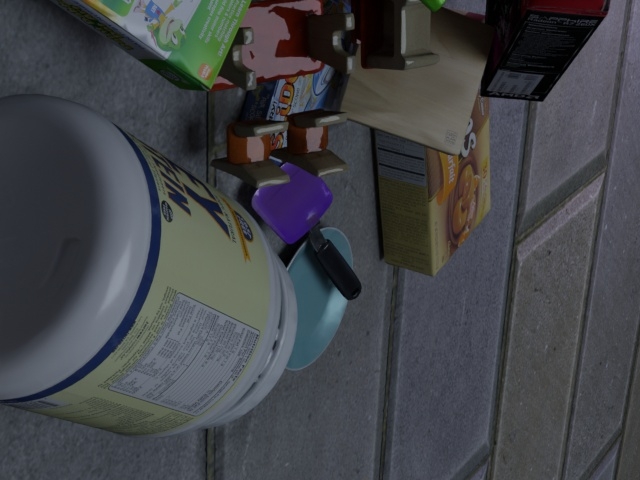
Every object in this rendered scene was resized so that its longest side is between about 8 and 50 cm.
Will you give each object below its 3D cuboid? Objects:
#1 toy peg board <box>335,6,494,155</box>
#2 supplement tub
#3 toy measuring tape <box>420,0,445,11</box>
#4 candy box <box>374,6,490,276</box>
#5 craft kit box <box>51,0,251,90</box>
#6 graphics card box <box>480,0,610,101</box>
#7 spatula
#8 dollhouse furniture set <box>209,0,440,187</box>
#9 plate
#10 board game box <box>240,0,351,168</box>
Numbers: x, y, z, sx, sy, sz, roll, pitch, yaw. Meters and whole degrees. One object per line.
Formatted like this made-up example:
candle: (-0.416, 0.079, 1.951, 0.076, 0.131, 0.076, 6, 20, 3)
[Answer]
toy peg board: (0.101, -0.199, 1.508, 0.161, 0.079, 0.160, 17, 87, -20)
supplement tub: (-0.176, 0.038, 1.064, 0.325, 0.235, 0.235, 33, 76, -61)
toy measuring tape: (0.124, -0.334, 1.280, 0.330, 0.121, 0.121, -95, 180, -55)
candy box: (0.154, -0.132, 1.718, 0.183, 0.087, 0.316, -46, 141, -41)
craft kit box: (-0.141, -0.292, 1.054, 0.247, 0.061, 0.250, 32, 76, -37)
graphics card box: (0.259, -0.318, 1.481, 0.371, 0.094, 0.232, 86, 8, -83)
spatula: (0.000, 0.000, 1.520, 0.084, 0.030, 0.296, -47, 149, -8)
dollhouse furniture set: (-0.014, -0.211, 1.310, 0.259, 0.135, 0.262, -14, 113, -33)
plate: (-0.016, 0.071, 1.593, 0.188, 0.024, 0.188, -36, 134, -49)
board game box: (-0.026, -0.181, 1.424, 0.136, 0.035, 0.201, 13, 93, -62)
